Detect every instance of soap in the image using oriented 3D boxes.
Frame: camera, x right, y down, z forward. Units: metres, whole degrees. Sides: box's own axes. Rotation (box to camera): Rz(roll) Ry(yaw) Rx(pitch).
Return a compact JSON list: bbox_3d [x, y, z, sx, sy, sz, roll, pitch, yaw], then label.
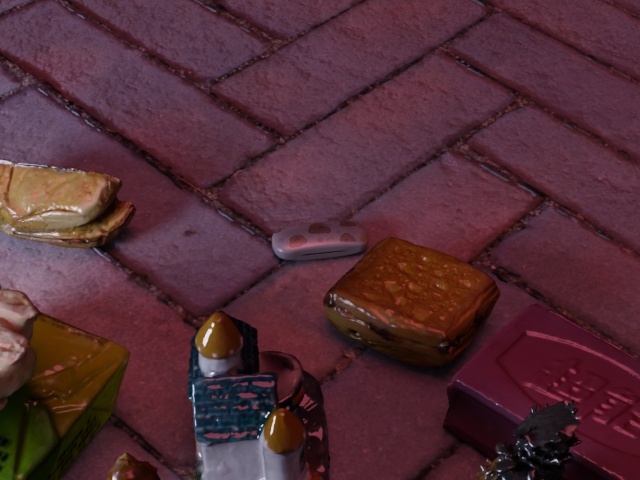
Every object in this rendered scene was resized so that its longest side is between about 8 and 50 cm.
[{"bbox_3d":[0.387,0.267,1.945,0.359,0.128,0.233,30,48,27],"label":"soap"}]

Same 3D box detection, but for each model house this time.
[{"bbox_3d":[-0.088,0.209,1.840,0.190,0.301,0.271,-3,43,1],"label":"model house"}]

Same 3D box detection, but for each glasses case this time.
[{"bbox_3d":[0.000,0.000,2.255,0.164,0.041,0.063,-5,43,-12],"label":"glasses case"}]

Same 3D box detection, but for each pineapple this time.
[{"bbox_3d":[0.274,0.320,1.763,0.158,0.279,0.158,6,42,-5],"label":"pineapple"}]

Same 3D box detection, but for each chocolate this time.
[{"bbox_3d":[-0.463,0.230,1.884,0.301,0.137,0.289,22,45,15],"label":"chocolate"}]

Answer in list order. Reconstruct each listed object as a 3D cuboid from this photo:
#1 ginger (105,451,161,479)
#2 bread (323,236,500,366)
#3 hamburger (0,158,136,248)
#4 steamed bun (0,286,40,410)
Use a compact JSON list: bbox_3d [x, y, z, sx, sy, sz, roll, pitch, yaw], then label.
[{"bbox_3d":[-0.173,0.431,1.616,0.274,0.152,0.357,-35,89,-41],"label":"ginger"},{"bbox_3d":[0.144,0.102,2.124,0.235,0.099,0.210,21,42,24],"label":"bread"},{"bbox_3d":[-0.441,-0.050,2.217,0.262,0.124,0.131,7,60,8],"label":"hamburger"},{"bbox_3d":[-0.510,0.161,1.756,0.292,0.137,0.295,-28,59,-33],"label":"steamed bun"}]
